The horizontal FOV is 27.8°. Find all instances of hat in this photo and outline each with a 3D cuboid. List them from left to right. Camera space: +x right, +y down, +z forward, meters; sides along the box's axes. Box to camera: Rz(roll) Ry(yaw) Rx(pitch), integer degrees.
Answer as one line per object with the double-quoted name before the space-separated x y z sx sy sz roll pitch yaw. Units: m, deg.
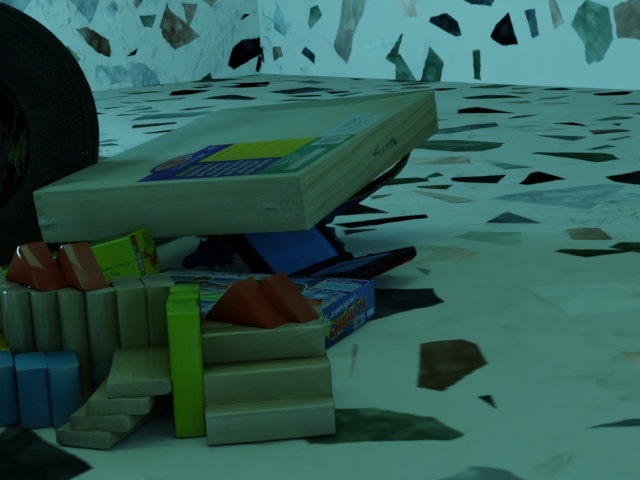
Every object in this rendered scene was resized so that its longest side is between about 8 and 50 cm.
"hat" -0.392 -0.097 1.287 0.331 0.331 0.134 -6 6 -16

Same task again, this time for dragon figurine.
"dragon figurine" -0.024 -0.030 1.365 0.289 0.085 0.144 -9 14 -9

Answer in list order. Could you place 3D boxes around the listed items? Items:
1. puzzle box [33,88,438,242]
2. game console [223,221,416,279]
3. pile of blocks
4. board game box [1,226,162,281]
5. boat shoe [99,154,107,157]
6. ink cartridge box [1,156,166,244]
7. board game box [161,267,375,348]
"puzzle box" -0.066 -0.082 1.306 0.272 0.052 0.409 -2 16 23
"game console" 0.000 0.000 1.201 0.124 0.085 0.144 -12 5 34
"pile of blocks" -0.158 0.062 0.886 0.362 0.112 0.149 1 12 19
"board game box" -0.232 0.036 1.086 0.181 0.043 0.092 -15 5 5
"boat shoe" -0.389 -0.079 1.656 0.301 0.108 0.102 1 12 6
"ink cartridge box" -0.274 -0.037 1.459 0.193 0.088 0.235 1 13 23
"board game box" -0.072 0.058 1.077 0.201 0.035 0.136 3 13 25
